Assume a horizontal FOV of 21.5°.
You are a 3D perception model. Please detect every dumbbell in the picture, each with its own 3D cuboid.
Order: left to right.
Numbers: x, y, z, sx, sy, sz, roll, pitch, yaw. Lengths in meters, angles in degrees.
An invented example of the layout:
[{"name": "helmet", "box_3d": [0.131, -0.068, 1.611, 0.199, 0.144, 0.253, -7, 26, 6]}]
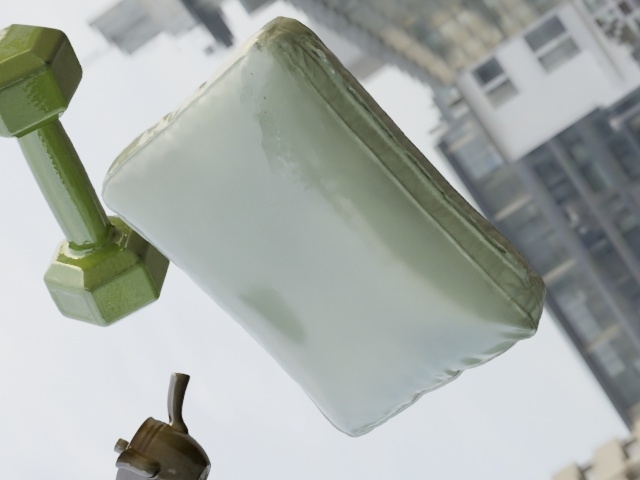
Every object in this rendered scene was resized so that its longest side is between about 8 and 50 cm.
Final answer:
[{"name": "dumbbell", "box_3d": [-0.240, -0.056, 1.573, 0.121, 0.108, 0.302, 12, 137, 38]}]

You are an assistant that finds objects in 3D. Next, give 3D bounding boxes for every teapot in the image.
[{"name": "teapot", "box_3d": [-0.126, 0.163, 1.379, 0.080, 0.110, 0.085, 24, 178, 9]}]

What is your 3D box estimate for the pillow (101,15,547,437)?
[{"name": "pillow", "box_3d": [0.000, 0.000, 1.361, 0.322, 0.255, 0.120, 46, -141, -11]}]
